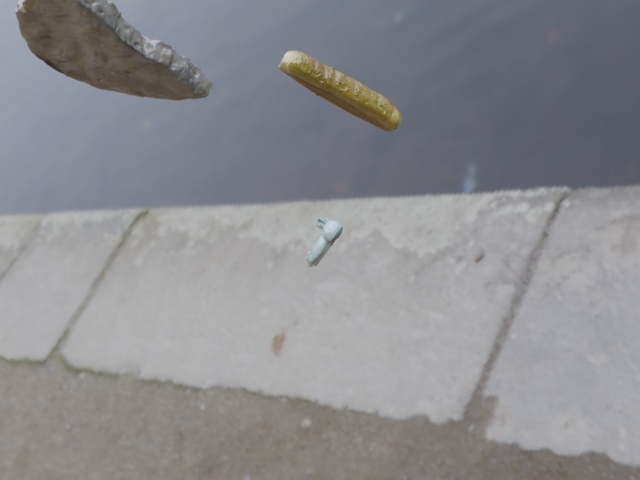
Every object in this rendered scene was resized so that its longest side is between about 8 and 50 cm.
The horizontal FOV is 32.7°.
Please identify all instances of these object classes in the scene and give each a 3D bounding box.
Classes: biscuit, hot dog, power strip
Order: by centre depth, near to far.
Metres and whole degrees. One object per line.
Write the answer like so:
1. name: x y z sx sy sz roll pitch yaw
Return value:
1. biscuit: -0.232 -0.201 1.133 0.133 0.250 0.032 -6 69 29
2. power strip: 0.000 0.000 1.388 0.055 0.035 0.083 -51 -4 -37
3. hot dog: 0.043 -0.300 2.178 0.088 0.285 0.061 18 83 61
